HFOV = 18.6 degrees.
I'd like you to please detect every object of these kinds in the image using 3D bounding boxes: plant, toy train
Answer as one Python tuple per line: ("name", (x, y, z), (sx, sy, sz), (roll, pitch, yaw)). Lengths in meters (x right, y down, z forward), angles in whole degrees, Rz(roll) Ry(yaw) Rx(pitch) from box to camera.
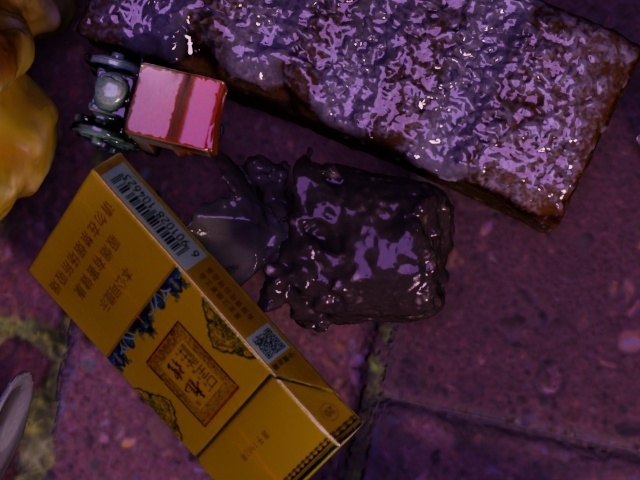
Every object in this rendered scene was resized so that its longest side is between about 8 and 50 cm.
("plant", (0.000, 0.000, 1.509), (0.203, 0.131, 0.142), (-1, 85, 18))
("toy train", (-0.126, -0.096, 1.505), (0.118, 0.176, 0.074), (14, 86, 3))

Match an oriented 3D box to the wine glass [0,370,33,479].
("wine glass", (-0.350, 0.114, 1.530), (0.231, 0.103, 0.103), (19, 85, 8))

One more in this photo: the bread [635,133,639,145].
("bread", (0.339, -0.062, 1.497), (0.147, 0.152, 0.127), (-25, 84, -9))

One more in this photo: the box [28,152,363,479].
("box", (-0.100, 0.078, 1.503), (0.279, 0.153, 0.041), (48, 49, 7))

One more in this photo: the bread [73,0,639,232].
("bread", (0.030, -0.154, 1.537), (0.416, 0.113, 0.165), (22, 87, 4))

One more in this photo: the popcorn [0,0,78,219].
("popcorn", (-0.350, -0.133, 1.488), (0.326, 0.321, 0.290), (40, 104, 23))
